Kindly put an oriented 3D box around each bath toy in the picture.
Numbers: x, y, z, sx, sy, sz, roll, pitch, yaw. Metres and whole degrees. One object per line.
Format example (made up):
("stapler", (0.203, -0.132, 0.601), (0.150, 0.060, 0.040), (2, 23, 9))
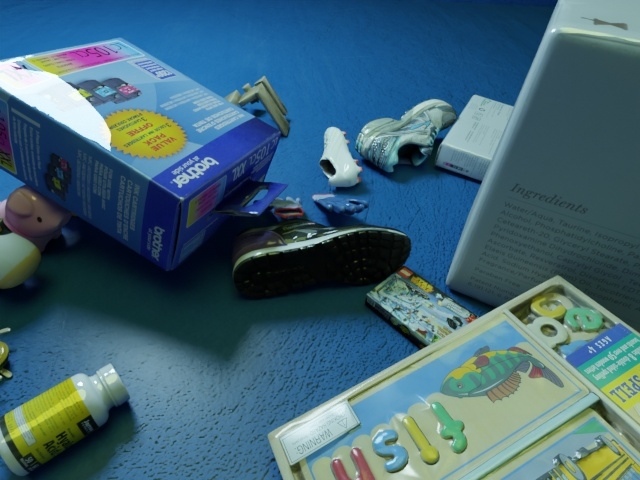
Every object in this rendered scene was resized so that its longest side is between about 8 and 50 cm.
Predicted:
("bath toy", (-0.457, -0.032, 0.614), (0.151, 0.129, 0.348), (9, 41, 5))

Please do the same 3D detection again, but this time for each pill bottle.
("pill bottle", (-0.274, 0.186, 0.436), (0.116, 0.065, 0.065), (-31, 53, -32))

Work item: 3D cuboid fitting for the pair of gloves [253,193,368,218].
("pair of gloves", (-0.016, -0.062, 0.725), (0.198, 0.023, 0.159), (-3, 15, -17))

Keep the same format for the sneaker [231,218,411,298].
("sneaker", (0.000, 0.000, 0.646), (0.283, 0.107, 0.124), (-5, 37, -11))

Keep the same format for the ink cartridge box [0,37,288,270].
("ink cartridge box", (-0.250, -0.136, 0.630), (0.395, 0.151, 0.270), (32, 41, 3))

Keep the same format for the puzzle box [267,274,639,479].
("puzzle box", (0.182, 0.214, 0.385), (0.409, 0.052, 0.272), (-25, 44, -13))

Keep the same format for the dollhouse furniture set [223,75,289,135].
("dollhouse furniture set", (-0.171, -0.319, 1.035), (0.151, 0.123, 0.144), (-22, 36, 23))

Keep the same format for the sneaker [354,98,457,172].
("sneaker", (0.221, -0.230, 0.937), (0.283, 0.110, 0.122), (-27, 63, -22))

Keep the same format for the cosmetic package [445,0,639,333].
("cosmetic package", (0.422, -0.101, 0.578), (0.327, 0.394, 0.329), (22, 46, 18))

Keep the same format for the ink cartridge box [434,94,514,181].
("ink cartridge box", (0.475, -0.218, 0.957), (0.330, 0.071, 0.324), (25, 46, 16))

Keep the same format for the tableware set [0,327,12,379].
("tableware set", (-0.420, 0.178, 0.466), (0.104, 0.024, 0.154), (-14, 46, -15))

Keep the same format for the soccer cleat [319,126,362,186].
("soccer cleat", (0.029, -0.187, 0.881), (0.076, 0.068, 0.196), (-9, 47, -11))

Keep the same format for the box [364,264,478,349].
("box", (0.147, 0.103, 0.598), (0.094, 0.027, 0.137), (-31, 53, -32))
